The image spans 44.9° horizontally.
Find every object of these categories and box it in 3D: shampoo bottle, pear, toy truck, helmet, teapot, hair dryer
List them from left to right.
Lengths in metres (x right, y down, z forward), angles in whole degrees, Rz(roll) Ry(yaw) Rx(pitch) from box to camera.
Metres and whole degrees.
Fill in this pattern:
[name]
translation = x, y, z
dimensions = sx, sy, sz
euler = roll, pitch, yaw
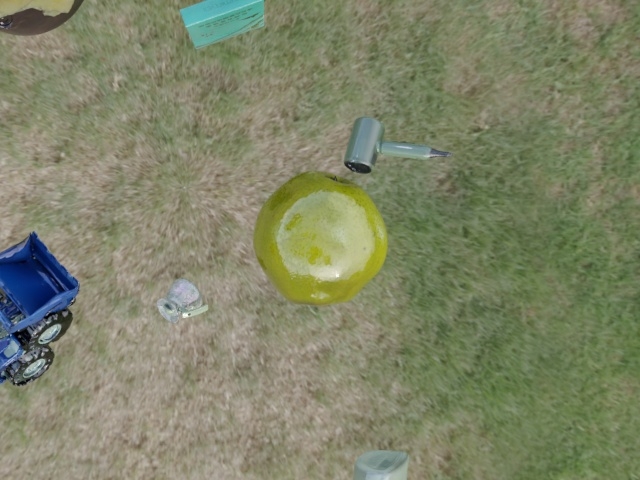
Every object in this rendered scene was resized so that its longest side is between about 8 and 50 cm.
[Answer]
[toy truck]
translation = -0.420, 0.101, 1.052
dimensions = 0.113, 0.126, 0.208
euler = 43, 118, 18
[helmet]
translation = -0.574, -0.512, 1.533
dimensions = 0.305, 0.177, 0.225
euler = -30, 59, 31
[teapot]
translation = -0.239, 0.109, 1.344
dimensions = 0.064, 0.083, 0.064
euler = -42, 146, -40
[pear]
translation = -0.001, 0.000, 1.131
dimensions = 0.198, 0.198, 0.198
euler = -1, 94, -10
[shampoo bottle]
translation = 0.055, 0.299, 0.700
dimensions = 0.049, 0.072, 0.213
euler = 2, 98, 23
[hair dryer]
translation = 0.110, -0.125, 1.079
dimensions = 0.150, 0.047, 0.071
euler = 10, 73, 19

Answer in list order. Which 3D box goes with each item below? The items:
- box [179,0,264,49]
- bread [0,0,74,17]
[box]
translation = -0.193, -0.450, 1.566
dimensions = 0.160, 0.226, 0.042
euler = -19, 94, -3
[bread]
translation = -0.404, -0.253, 0.672
dimensions = 0.369, 0.192, 0.314
euler = 4, 133, -22
